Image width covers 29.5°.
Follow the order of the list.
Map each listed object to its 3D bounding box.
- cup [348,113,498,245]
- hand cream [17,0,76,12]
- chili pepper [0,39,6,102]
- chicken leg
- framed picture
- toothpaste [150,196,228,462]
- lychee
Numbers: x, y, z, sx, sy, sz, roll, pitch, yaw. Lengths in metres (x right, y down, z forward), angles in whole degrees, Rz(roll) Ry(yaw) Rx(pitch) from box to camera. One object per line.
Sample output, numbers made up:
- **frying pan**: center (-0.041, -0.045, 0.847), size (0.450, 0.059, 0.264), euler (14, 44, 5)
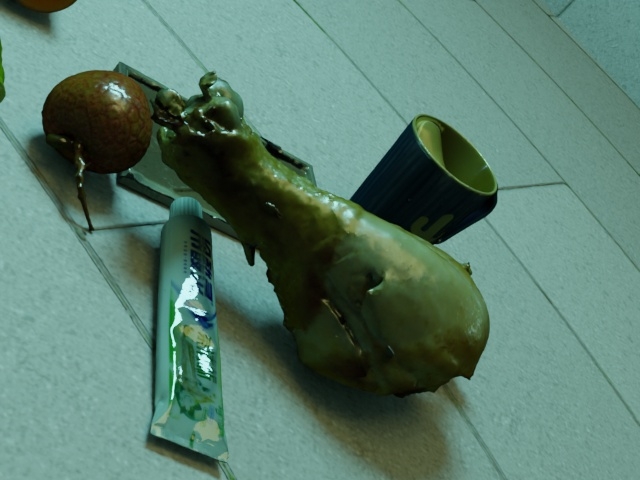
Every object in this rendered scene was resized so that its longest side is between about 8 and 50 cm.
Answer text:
- **cup**: center (0.127, -0.048, 1.469), size (0.176, 0.155, 0.131), euler (20, 35, -40)
- **hand cream**: center (-0.335, -0.377, 1.393), size (0.140, 0.089, 0.314), euler (26, 28, -33)
- **chili pepper**: center (-0.342, -0.205, 1.184), size (0.201, 0.050, 0.052), euler (61, -5, 33)
- **chicken leg**: center (0.000, 0.000, 1.178), size (0.429, 0.201, 0.153), euler (44, -14, -16)
- **framed picture**: center (-0.105, -0.077, 1.345), size (0.281, 0.019, 0.209), euler (27, 32, -29)
- **toothpaste**: center (-0.119, 0.069, 1.095), size (0.075, 0.048, 0.296), euler (26, 35, -28)
- **lychee**: center (-0.209, -0.106, 1.153), size (0.114, 0.101, 0.140), euler (46, 19, -17)
